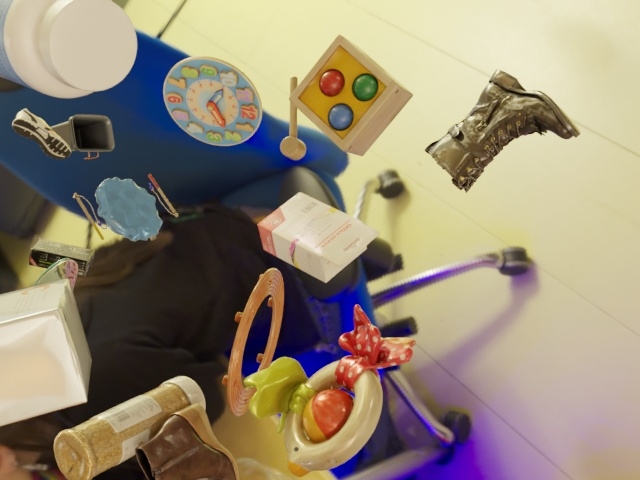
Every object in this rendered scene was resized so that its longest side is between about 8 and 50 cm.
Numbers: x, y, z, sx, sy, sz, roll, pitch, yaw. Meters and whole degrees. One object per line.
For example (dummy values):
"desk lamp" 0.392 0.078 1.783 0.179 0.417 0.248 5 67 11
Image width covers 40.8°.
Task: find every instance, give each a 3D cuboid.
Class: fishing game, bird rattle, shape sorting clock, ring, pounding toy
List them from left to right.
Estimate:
"fishing game" -0.480 -0.073 2.152 0.041 0.264 0.189 -40 83 37
"shape sorting clock" -0.216 -0.273 1.716 0.206 0.206 0.040 -23 33 30
"ring" -0.150 0.224 1.925 0.032 0.336 0.337 14 82 12
"pounding toy" 0.002 -0.209 1.333 0.181 0.094 0.206 45 105 18
"bird rattle" 0.027 0.228 1.224 0.253 0.143 0.207 -25 39 20

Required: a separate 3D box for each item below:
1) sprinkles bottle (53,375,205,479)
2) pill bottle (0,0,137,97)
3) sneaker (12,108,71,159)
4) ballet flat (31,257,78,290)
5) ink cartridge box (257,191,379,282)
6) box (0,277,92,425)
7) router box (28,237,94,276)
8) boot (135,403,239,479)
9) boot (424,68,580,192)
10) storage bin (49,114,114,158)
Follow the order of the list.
"sprinkles bottle" -0.414 0.412 1.910 0.121 0.355 0.121 10 107 34
"pill bottle" -0.284 -0.217 0.908 0.221 0.124 0.124 25 90 49
"sneaker" -0.449 -0.175 1.402 0.040 0.109 0.044 -32 40 20
"ballet flat" -0.524 0.130 1.596 0.221 0.077 0.079 -41 57 1
"ink cartridge box" 0.000 0.000 1.525 0.198 0.067 0.115 27 53 36
"box" -0.574 0.204 1.429 0.215 0.345 0.168 -138 35 -74
"router box" -0.552 0.036 1.841 0.092 0.122 0.038 -112 36 -74
"boot" -0.293 0.506 1.896 0.090 0.207 0.249 -16 103 36
"boot" 0.337 -0.184 1.624 0.229 0.091 0.263 -52 42 8
"storage bin" -0.559 -0.236 2.003 0.091 0.135 0.098 -7 93 27
